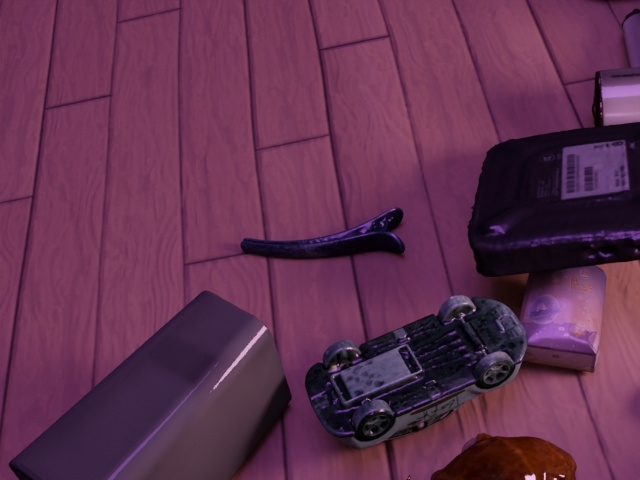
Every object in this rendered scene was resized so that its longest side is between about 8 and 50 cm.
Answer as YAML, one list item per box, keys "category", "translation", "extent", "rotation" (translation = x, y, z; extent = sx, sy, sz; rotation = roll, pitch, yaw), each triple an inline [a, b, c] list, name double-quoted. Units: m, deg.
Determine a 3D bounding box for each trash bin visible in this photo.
- category: "trash bin"
  translation: [-0.201, 0.261, 1.298]
  extent: [0.158, 0.223, 0.343]
  rotation: [27, 58, 32]

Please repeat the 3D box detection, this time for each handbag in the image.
- category: "handbag"
  translation: [0.345, 0.095, 1.392]
  extent: [0.117, 0.095, 0.173]
  rotation: [8, 55, 14]

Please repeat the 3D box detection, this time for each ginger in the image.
- category: "ginger"
  translation: [0.119, 0.367, 1.155]
  extent: [0.254, 0.176, 0.418]
  rotation: [36, 71, 29]

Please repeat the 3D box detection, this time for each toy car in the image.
- category: "toy car"
  translation: [0.135, 0.189, 1.337]
  extent: [0.306, 0.125, 0.136]
  rotation: [-21, 44, -9]

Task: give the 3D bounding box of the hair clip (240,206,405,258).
- category: "hair clip"
  translation: [0.000, 0.000, 1.589]
  extent: [0.275, 0.048, 0.083]
  rotation: [-7, 52, 9]

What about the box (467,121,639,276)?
- category: "box"
  translation: [0.403, -0.073, 1.442]
  extent: [0.350, 0.091, 0.359]
  rotation: [-8, 30, 20]

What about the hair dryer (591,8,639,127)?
- category: "hair dryer"
  translation: [0.567, -0.300, 1.681]
  extent: [0.203, 0.128, 0.362]
  rotation: [-2, 41, 12]
